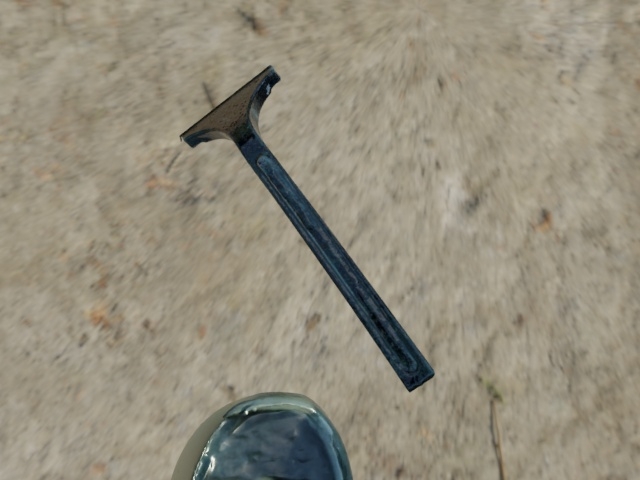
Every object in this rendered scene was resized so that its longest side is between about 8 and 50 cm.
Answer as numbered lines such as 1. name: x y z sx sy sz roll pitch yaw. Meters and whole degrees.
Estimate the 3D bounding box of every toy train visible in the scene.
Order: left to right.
1. toy train: -0.042 0.255 0.743 0.086 0.088 0.407 2 103 -14

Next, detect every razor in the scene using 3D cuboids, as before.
1. razor: -0.001 0.000 0.830 0.066 0.033 0.190 -36 84 9
